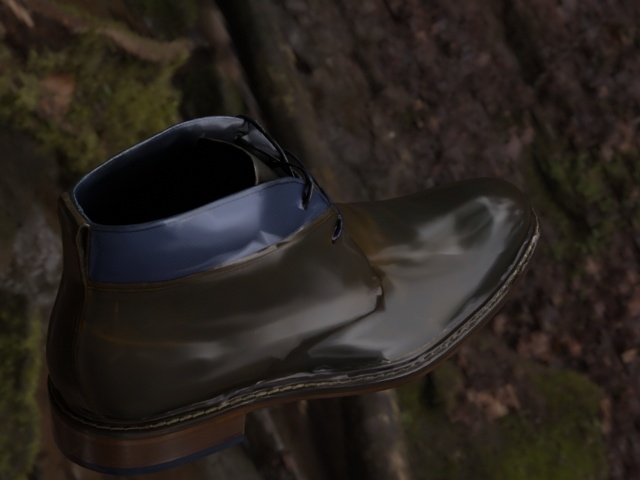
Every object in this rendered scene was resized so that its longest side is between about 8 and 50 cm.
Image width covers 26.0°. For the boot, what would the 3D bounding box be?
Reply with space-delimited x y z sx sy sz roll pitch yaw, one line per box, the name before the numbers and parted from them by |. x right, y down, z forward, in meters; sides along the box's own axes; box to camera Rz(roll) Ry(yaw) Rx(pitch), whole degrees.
boot | 0.000 0.000 0.510 0.082 0.219 0.106 42 -35 37
